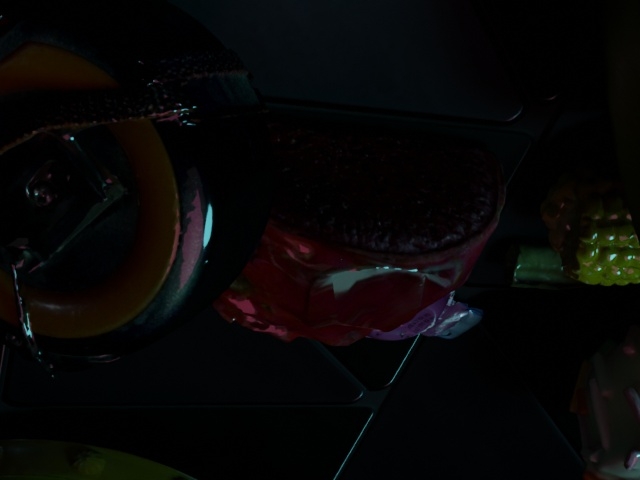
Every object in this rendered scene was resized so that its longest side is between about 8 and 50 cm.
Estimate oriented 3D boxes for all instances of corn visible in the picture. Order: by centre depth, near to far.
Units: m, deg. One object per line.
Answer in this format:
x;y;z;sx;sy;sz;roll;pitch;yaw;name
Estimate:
0.349;-0.044;0.804;0.363;0.120;0.120;-12;140;2;corn

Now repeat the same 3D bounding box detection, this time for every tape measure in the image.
-0.135;-0.034;0.596;0.223;0.135;0.202;-40;92;30;tape measure

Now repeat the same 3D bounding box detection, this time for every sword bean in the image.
0.278;0.020;0.914;0.269;0.038;0.043;-1;163;-17;sword bean

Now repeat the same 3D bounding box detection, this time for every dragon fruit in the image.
0.000;0.000;0.730;0.261;0.189;0.163;8;104;-21;dragon fruit

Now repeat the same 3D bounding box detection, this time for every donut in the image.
0.390;0.110;0.908;0.382;0.143;0.383;-16;163;-5;donut

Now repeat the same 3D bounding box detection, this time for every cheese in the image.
0.080;0.058;0.890;0.145;0.038;0.095;20;130;-43;cheese

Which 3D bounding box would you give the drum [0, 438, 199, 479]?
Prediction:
-0.233;0.381;0.937;0.430;0.214;0.431;4;133;4;drum

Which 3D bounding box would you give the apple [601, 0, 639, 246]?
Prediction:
0.329;-0.076;0.583;0.357;0.357;0.357;-9;140;-8;apple
